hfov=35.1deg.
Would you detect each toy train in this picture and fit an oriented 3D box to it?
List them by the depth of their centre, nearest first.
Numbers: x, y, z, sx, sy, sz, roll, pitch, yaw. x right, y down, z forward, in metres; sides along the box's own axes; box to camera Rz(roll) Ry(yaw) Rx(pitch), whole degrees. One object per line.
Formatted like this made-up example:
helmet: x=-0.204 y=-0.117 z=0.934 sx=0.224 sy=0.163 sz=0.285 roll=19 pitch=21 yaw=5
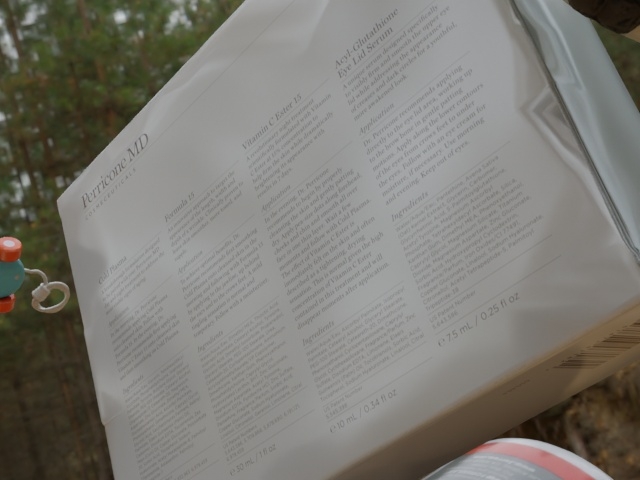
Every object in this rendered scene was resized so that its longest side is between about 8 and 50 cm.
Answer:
toy train: x=-0.275 y=0.060 z=0.745 sx=0.166 sy=0.046 sz=0.125 roll=-40 pitch=-37 yaw=-9

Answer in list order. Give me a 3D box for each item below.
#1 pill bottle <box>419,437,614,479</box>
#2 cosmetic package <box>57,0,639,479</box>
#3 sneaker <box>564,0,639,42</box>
pill bottle: x=0.047 y=0.282 z=0.607 sx=0.363 sy=0.210 sz=0.210 roll=-22 pitch=1 yaw=-41
cosmetic package: x=0.000 y=0.000 z=0.591 sx=0.097 sy=0.284 sz=0.377 roll=8 pitch=-36 yaw=-46
sneaker: x=0.101 y=-0.233 z=0.447 sx=0.182 sy=0.410 sz=0.158 roll=-38 pitch=-16 yaw=-53
